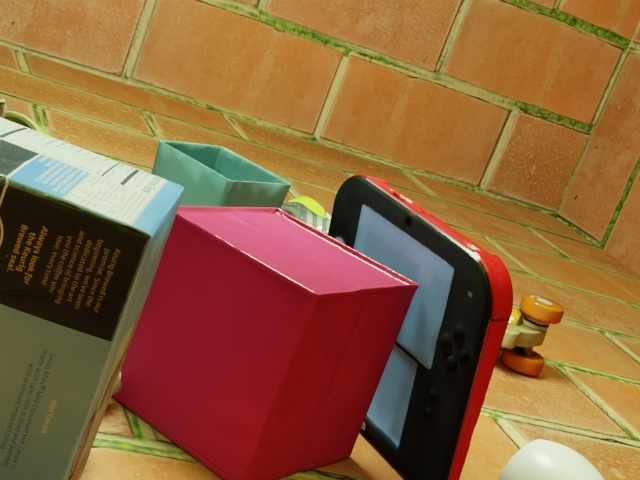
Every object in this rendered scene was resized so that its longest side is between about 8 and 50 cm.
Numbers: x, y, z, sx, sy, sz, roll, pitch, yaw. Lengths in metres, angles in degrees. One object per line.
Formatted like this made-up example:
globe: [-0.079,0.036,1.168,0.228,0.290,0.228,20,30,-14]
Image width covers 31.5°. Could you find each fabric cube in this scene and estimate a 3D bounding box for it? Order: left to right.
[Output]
fabric cube: [-0.075,0.122,1.446,0.254,0.258,0.259,28,15,30]

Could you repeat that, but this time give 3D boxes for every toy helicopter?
toy helicopter: [0.272,0.141,2.155,0.355,0.140,0.235,6,18,-39]

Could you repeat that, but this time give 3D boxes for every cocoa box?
cocoa box: [-0.297,0.085,1.062,0.228,0.347,0.231,21,13,-4]

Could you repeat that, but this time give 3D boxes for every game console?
game console: [0.101,0.119,1.547,0.060,0.342,0.386,4,21,-31]

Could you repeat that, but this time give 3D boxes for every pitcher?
pitcher: [0.309,0.359,1.435,0.177,0.125,0.207,-13,45,-40]

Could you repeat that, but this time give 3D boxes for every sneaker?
sneaker: [0.000,0.000,2.393,0.300,0.111,0.121,27,26,38]

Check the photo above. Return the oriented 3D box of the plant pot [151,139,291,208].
plant pot: [-0.192,-0.022,1.865,0.165,0.234,0.165,30,17,30]

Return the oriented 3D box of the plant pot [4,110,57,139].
plant pot: [-0.354,0.010,1.523,0.274,0.275,0.293,33,2,40]

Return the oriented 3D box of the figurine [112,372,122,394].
figurine: [-0.330,0.138,1.309,0.214,0.092,0.209,22,-8,-2]

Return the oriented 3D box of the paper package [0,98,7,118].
paper package: [-0.558,-0.079,1.347,0.309,0.325,0.168,32,17,34]
